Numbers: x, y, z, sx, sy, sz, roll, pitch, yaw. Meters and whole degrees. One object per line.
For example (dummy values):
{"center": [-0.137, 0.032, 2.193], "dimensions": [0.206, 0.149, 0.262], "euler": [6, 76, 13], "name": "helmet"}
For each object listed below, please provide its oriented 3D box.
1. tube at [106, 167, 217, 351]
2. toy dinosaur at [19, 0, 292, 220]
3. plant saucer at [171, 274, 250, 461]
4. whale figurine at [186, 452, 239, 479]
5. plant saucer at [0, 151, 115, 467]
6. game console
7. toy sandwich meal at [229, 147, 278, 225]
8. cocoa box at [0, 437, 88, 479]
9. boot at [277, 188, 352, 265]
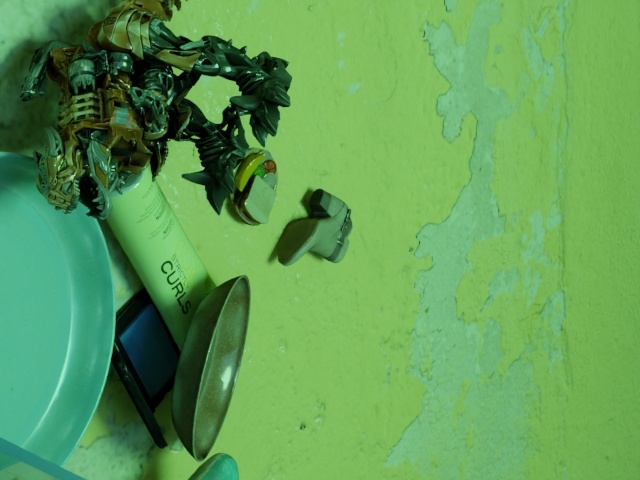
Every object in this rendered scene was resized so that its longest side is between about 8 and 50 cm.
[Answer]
{"center": [-0.157, 0.015, 1.306], "dimensions": [0.070, 0.062, 0.240], "euler": [-30, 134, -7], "name": "tube"}
{"center": [-0.148, -0.147, 1.179], "dimensions": [0.218, 0.164, 0.322], "euler": [25, 71, -13], "name": "toy dinosaur"}
{"center": [-0.116, 0.128, 1.337], "dimensions": [0.198, 0.036, 0.198], "euler": [13, 90, -82], "name": "plant saucer"}
{"center": [-0.098, 0.356, 1.378], "dimensions": [0.216, 0.141, 0.272], "euler": [-39, 141, -38], "name": "whale figurine"}
{"center": [-0.292, 0.081, 1.106], "dimensions": [0.317, 0.044, 0.317], "euler": [-19, 112, -58], "name": "plant saucer"}
{"center": [-0.169, 0.130, 1.313], "dimensions": [0.071, 0.107, 0.122], "euler": [-28, 125, -10], "name": "game console"}
{"center": [-0.068, -0.059, 1.414], "dimensions": [0.085, 0.029, 0.085], "euler": [-18, 113, -47], "name": "toy sandwich meal"}
{"center": [-0.293, 0.333, 0.922], "dimensions": [0.347, 0.231, 0.228], "euler": [-28, 122, -43], "name": "cocoa box"}
{"center": [0.000, 0.000, 1.507], "dimensions": [0.118, 0.042, 0.087], "euler": [-60, 140, -21], "name": "boot"}
